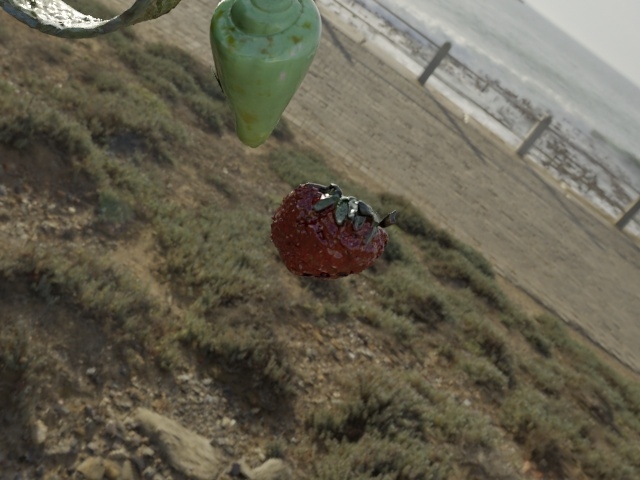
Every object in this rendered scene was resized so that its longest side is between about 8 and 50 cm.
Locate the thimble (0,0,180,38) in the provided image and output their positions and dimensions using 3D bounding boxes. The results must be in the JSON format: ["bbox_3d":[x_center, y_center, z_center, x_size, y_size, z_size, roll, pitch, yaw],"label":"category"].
[{"bbox_3d":[-0.281,-0.381,0.791,0.271,0.270,0.150,33,27,-8],"label":"thimble"}]

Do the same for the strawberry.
[{"bbox_3d":[0.002,-0.001,0.844,0.192,0.140,0.085,5,56,22],"label":"strawberry"}]

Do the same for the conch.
[{"bbox_3d":[-0.078,-0.243,0.891,0.143,0.137,0.250,53,-14,6],"label":"conch"}]
